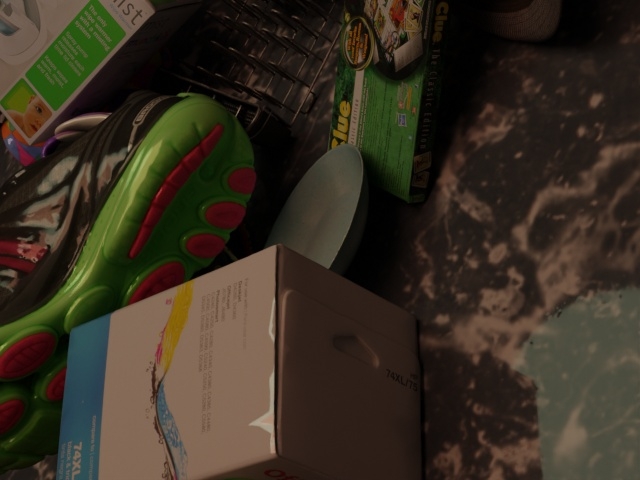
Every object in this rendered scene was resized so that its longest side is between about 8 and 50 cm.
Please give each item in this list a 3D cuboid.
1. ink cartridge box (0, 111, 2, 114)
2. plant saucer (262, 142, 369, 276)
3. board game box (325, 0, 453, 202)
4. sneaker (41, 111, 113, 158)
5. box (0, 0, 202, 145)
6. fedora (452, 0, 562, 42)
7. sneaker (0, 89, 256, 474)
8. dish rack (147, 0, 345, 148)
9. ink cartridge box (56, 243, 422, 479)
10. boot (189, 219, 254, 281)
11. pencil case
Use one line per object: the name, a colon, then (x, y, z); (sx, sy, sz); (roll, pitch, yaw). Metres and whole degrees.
ink cartridge box: (-0.448, -0.262, 1.830); (0.134, 0.231, 0.078); (-40, 7, 1)
plant saucer: (0.000, 0.000, 1.454); (0.195, 0.037, 0.195); (-50, 25, 33)
board game box: (0.067, -0.179, 1.429); (0.136, 0.030, 0.260); (29, 119, 46)
sneaker: (-0.282, -0.087, 1.702); (0.282, 0.161, 0.102); (-22, 74, 37)
box: (-0.306, -0.283, 1.678); (0.231, 0.127, 0.262); (-41, 86, 26)
fedora: (0.164, -0.315, 1.390); (0.124, 0.244, 0.275); (-39, 30, -18)
sneaker: (-0.264, 0.044, 1.507); (0.483, 0.185, 0.202); (-47, 40, -6)
dish rack: (-0.057, -0.237, 1.638); (0.208, 0.074, 0.271); (25, 87, 47)
ink cartridge box: (-0.072, 0.159, 1.345); (0.270, 0.198, 0.197); (-23, 54, 35)
boot: (-0.151, 0.078, 1.554); (0.178, 0.085, 0.236); (-29, 52, 27)
pencil case: (-0.289, -0.177, 1.817); (0.236, 0.104, 0.104); (-36, 48, 24)
